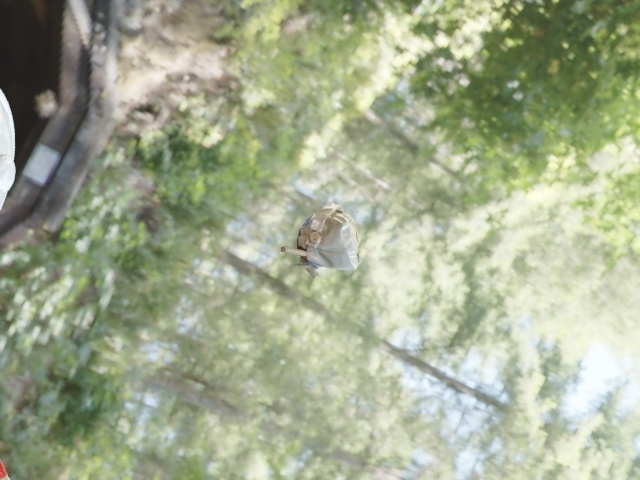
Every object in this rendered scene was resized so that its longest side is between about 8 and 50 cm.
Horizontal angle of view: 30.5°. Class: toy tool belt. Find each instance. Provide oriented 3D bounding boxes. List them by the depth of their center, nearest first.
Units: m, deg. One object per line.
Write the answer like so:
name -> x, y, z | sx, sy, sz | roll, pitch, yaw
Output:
toy tool belt -> 0.000, 0.000, 0.843 | 0.051, 0.083, 0.052 | -7, -86, 5

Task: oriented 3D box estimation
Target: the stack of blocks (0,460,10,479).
stack of blocks -> -0.315, 0.299, 0.974 | 0.297, 0.171, 0.087 | 53, -36, 25

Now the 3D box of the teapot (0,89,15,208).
teapot -> -0.342, -0.067, 0.984 | 0.187, 0.256, 0.252 | 15, -111, 14
